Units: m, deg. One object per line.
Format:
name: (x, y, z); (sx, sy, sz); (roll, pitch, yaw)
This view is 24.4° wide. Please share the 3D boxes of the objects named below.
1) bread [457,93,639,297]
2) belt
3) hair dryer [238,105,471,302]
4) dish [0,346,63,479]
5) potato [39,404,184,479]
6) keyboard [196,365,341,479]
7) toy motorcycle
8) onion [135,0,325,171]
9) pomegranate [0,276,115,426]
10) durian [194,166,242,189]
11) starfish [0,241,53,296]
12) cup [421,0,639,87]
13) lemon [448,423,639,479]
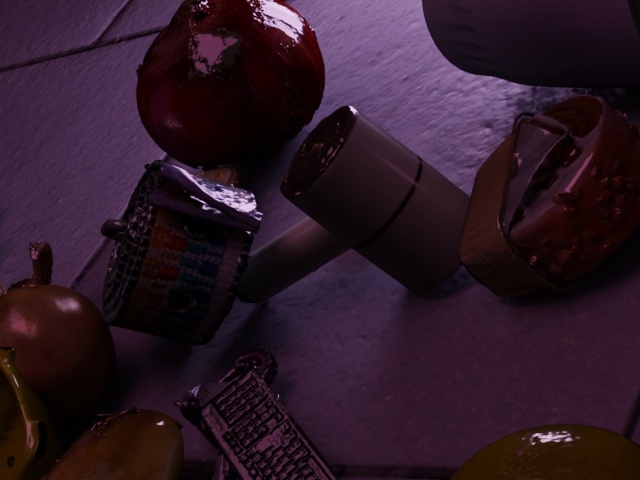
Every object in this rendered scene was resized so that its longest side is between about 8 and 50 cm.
bread: (0.254, -0.047, 1.550); (0.212, 0.142, 0.224); (-32, 27, 37)
belt: (-0.185, 0.014, 1.769); (0.295, 0.160, 0.207); (178, 108, -78)
hair dryer: (0.000, 0.000, 1.721); (0.362, 0.203, 0.128); (-33, 29, 46)
dish: (-0.382, 0.264, 1.728); (0.262, 0.108, 0.221); (-49, 50, 17)
potato: (-0.243, 0.307, 1.541); (0.173, 0.140, 0.300); (-14, 41, 40)
keyboard: (-0.042, 0.230, 1.492); (0.087, 0.017, 0.250); (-38, 49, -3)
toy motorcycle: (-0.097, 0.204, 1.605); (0.122, 0.080, 0.215); (-28, 35, 14)
onion: (-0.129, -0.227, 2.073); (0.276, 0.276, 0.276); (-26, 31, 17)
pomegranate: (-0.350, 0.142, 1.842); (0.191, 0.191, 0.191); (-26, 31, 17)
durian: (-0.160, -0.034, 1.987); (0.148, 0.091, 0.188); (-30, 14, -32)
starfish: (-0.458, 0.136, 2.051); (0.327, 0.094, 0.375); (-53, 33, 7)
cup: (0.310, -0.300, 1.722); (0.371, 0.253, 0.253); (4, 49, 50)
lemon: (0.182, 0.236, 1.170); (0.248, 0.184, 0.184); (-10, 39, 36)
